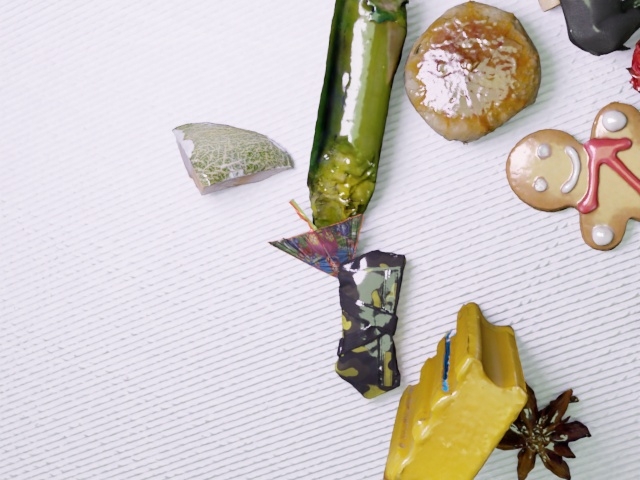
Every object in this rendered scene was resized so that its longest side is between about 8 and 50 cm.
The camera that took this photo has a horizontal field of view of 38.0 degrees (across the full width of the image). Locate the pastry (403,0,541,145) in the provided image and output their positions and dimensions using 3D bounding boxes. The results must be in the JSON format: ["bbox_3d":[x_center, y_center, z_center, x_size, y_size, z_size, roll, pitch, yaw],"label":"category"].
[{"bbox_3d":[0.216,-0.243,1.337,0.192,0.093,0.182,-35,85,14],"label":"pastry"}]

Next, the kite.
[{"bbox_3d":[0.000,0.000,1.426,0.190,0.010,0.159,-15,117,35],"label":"kite"}]

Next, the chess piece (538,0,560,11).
[{"bbox_3d":[0.313,-0.389,1.320,0.066,0.066,0.122,-23,97,13],"label":"chess piece"}]

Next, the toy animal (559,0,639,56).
[{"bbox_3d":[0.368,-0.362,1.244,0.146,0.114,0.245,-32,99,-13],"label":"toy animal"}]

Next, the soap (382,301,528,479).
[{"bbox_3d":[0.187,0.215,1.275,0.096,0.324,0.204,33,103,3],"label":"soap"}]

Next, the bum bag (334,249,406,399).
[{"bbox_3d":[0.075,0.129,1.420,0.106,0.060,0.232,5,96,11],"label":"bum bag"}]

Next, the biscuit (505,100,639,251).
[{"bbox_3d":[0.436,-0.086,1.329,0.339,0.047,0.216,11,97,10],"label":"biscuit"}]

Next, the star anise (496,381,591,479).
[{"bbox_3d":[0.321,0.289,1.385,0.168,0.057,0.168,1,95,11],"label":"star anise"}]

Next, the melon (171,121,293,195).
[{"bbox_3d":[-0.149,-0.110,1.424,0.202,0.139,0.093,11,120,8],"label":"melon"}]

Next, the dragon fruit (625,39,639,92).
[{"bbox_3d":[0.488,-0.234,1.260,0.142,0.130,0.121,2,135,23],"label":"dragon fruit"}]

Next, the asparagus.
[{"bbox_3d":[0.049,-0.183,1.366,0.108,0.128,0.382,4,101,-30],"label":"asparagus"}]
